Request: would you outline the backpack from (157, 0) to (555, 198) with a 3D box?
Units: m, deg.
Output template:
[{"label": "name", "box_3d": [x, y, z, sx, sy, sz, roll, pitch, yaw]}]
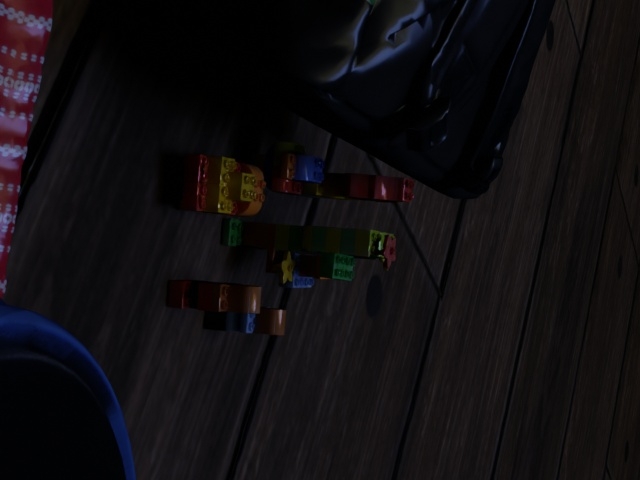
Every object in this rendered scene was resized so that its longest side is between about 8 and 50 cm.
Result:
[{"label": "backpack", "box_3d": [0.052, -0.239, 0.735, 0.355, 0.273, 0.290, -60, 155, 6]}]

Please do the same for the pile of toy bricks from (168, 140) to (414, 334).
[{"label": "pile of toy bricks", "box_3d": [0.000, 0.000, 0.798, 0.212, 0.105, 0.118, 3, 90, -66]}]

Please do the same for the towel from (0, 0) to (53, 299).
[{"label": "towel", "box_3d": [-0.169, -0.068, 0.499, 0.199, 0.031, 0.274, 26, 70, -64]}]

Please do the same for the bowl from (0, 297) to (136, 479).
[{"label": "bowl", "box_3d": [-0.161, 0.192, 0.401, 0.391, 0.077, 0.391, 11, 90, -76]}]
